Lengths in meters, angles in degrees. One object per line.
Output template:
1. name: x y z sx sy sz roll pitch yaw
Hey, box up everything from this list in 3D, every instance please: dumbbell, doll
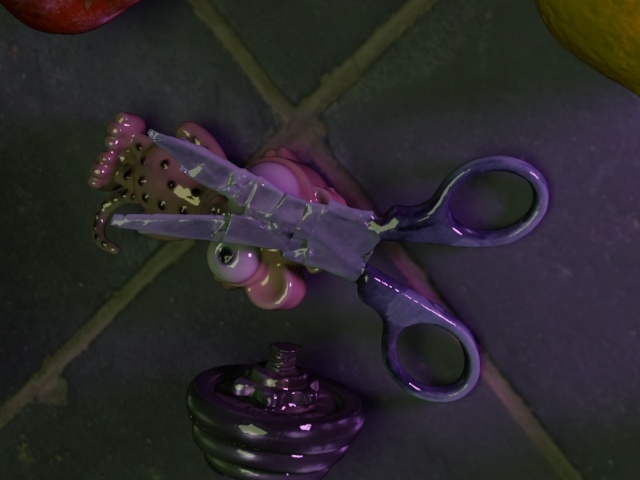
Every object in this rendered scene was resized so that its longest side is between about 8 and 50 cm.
1. dumbbell: -0.062 0.295 1.778 0.179 0.179 0.406 15 105 25
2. doll: -0.108 -0.033 1.777 0.278 0.119 0.154 18 93 26

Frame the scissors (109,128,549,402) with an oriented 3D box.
1. scissors: 0.000 0.000 1.678 0.383 0.029 0.256 15 110 -7

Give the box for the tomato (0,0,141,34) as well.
1. tomato: -0.239 -0.323 1.752 0.232 0.188 0.232 -1 110 -4

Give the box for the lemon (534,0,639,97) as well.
1. lemon: 0.293 -0.228 1.470 0.288 0.233 0.233 28 111 23
